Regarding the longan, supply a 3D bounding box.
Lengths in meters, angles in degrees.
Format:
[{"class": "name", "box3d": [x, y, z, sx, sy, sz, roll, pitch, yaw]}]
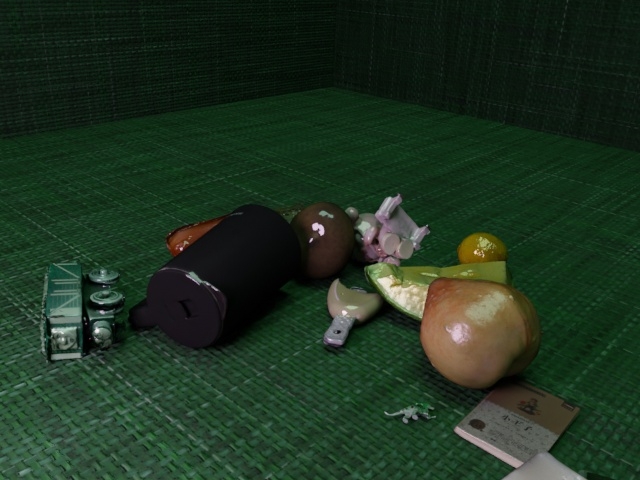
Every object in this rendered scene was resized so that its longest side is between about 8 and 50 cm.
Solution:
[{"class": "longan", "box3d": [0.000, 0.000, 1.472, 0.167, 0.187, 0.167, 16, 28, -8]}]

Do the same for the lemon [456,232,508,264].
[{"class": "lemon", "box3d": [0.400, 0.034, 1.533, 0.133, 0.109, 0.109, 15, 27, 39]}]

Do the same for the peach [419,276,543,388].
[{"class": "peach", "box3d": [0.280, 0.152, 1.134, 0.232, 0.232, 0.232, 2, 24, -1]}]

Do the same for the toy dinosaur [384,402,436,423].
[{"class": "toy dinosaur", "box3d": [0.156, 0.287, 1.053, 0.083, 0.021, 0.062, 15, 20, 16]}]

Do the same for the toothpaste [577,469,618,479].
[{"class": "toothpaste", "box3d": [0.474, 0.374, 0.882, 0.204, 0.031, 0.049, 12, 24, 23]}]

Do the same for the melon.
[{"class": "melon", "box3d": [0.257, 0.110, 1.335, 0.323, 0.124, 0.196, 3, 22, 13]}]

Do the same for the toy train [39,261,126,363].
[{"class": "toy train", "box3d": [-0.471, 0.126, 1.232, 0.154, 0.115, 0.269, -1, 25, -21]}]

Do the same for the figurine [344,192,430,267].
[{"class": "figurine", "box3d": [0.136, -0.018, 1.522, 0.182, 0.144, 0.257, 25, -16, -25]}]

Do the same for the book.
[{"class": "book", "box3d": [0.334, 0.302, 1.042, 0.138, 0.016, 0.199, 22, 31, 36]}]

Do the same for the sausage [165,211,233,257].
[{"class": "sausage", "box3d": [-0.244, -0.013, 1.585, 0.330, 0.102, 0.102, -19, 32, -41]}]

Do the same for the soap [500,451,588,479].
[{"class": "soap", "box3d": [0.292, 0.371, 0.831, 0.183, 0.063, 0.121, -16, 31, -35]}]

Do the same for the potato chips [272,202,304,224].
[{"class": "potato chips", "box3d": [-0.069, -0.056, 1.780, 0.202, 0.029, 0.220, -12, 30, -23]}]

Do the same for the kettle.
[{"class": "kettle", "box3d": [-0.225, 0.065, 1.298, 0.262, 0.203, 0.308, 15, 30, 21]}]

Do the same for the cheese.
[{"class": "cheese", "box3d": [0.054, 0.154, 1.300, 0.127, 0.049, 0.235, 11, 24, 15]}]
